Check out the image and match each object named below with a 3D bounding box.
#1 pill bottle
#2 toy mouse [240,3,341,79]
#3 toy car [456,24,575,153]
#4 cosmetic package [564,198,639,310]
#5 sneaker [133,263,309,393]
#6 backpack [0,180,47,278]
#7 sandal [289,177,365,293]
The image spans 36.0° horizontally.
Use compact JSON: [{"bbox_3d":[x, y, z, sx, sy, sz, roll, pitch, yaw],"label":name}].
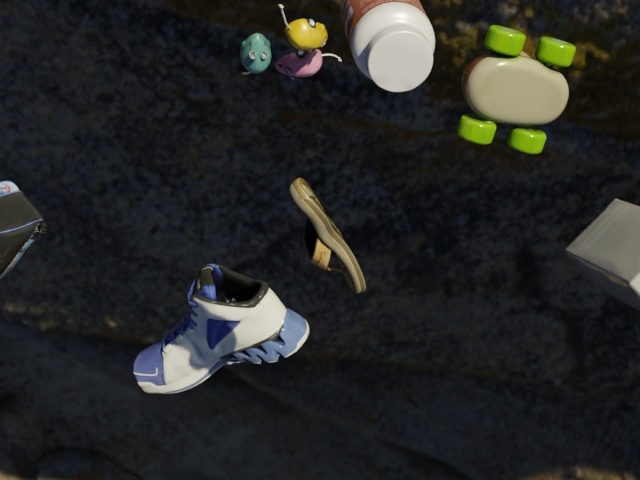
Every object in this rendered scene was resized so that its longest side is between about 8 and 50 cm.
[{"bbox_3d":[0.098,-0.302,1.430,0.121,0.216,0.121,-3,124,-5],"label":"pill bottle"},{"bbox_3d":[-0.048,-0.228,1.236,0.143,0.031,0.161,-23,159,34],"label":"toy mouse"},{"bbox_3d":[0.254,-0.231,1.398,0.148,0.188,0.155,9,112,-15],"label":"toy car"},{"bbox_3d":[0.483,0.027,1.484,0.127,0.238,0.107,-44,107,3],"label":"cosmetic package"},{"bbox_3d":[-0.195,0.134,1.690,0.315,0.127,0.182,-20,119,19],"label":"sneaker"},{"bbox_3d":[-0.562,0.002,1.635,0.117,0.158,0.173,52,129,12],"label":"backpack"},{"bbox_3d":[0.000,0.000,1.166,0.049,0.072,0.180,-32,131,3],"label":"sandal"}]
